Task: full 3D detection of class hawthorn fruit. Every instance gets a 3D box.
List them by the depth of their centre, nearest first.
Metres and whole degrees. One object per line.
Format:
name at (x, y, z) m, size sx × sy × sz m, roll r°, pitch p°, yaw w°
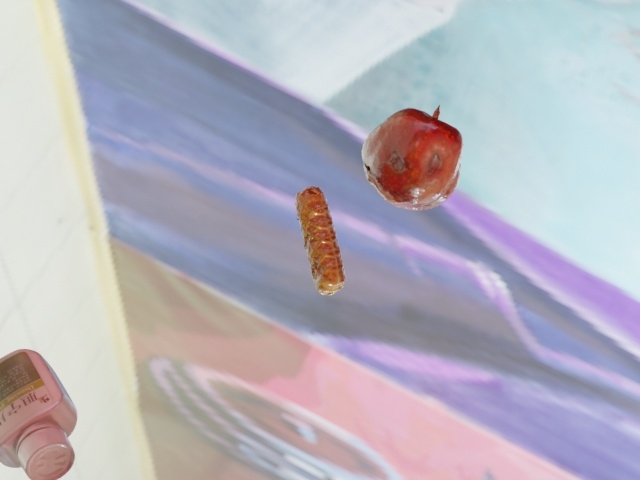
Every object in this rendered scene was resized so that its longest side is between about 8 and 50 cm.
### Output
hawthorn fruit at (0.081, -0.071, 1.181) m, size 0.093 × 0.093 × 0.093 m, roll -59°, pitch 167°, yaw -21°

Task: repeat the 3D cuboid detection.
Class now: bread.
bread at (0.000, 0.000, 1.980) m, size 0.052 × 0.044 × 0.157 m, roll -3°, pitch 79°, yaw -60°

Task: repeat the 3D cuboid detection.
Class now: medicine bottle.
medicine bottle at (-0.374, 0.226, 1.791) m, size 0.119 × 0.183 × 0.069 m, roll -34°, pitch 135°, yaw -8°
